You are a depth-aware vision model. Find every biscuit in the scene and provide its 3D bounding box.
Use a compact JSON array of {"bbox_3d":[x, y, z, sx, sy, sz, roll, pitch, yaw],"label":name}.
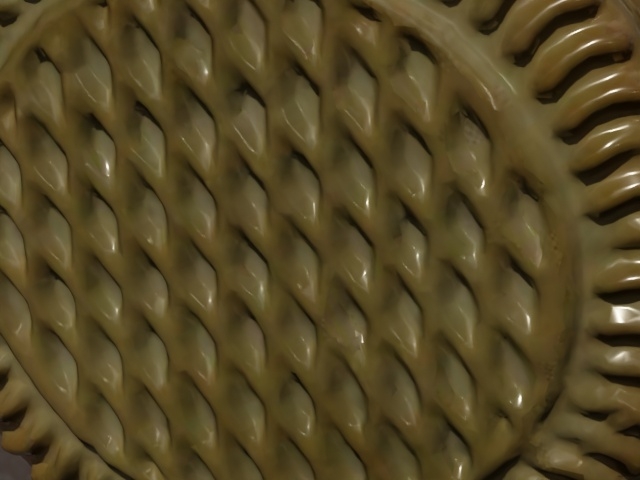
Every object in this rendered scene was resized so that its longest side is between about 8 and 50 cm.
[{"bbox_3d":[0.000,0.000,0.459,0.259,0.259,0.079,42,31,-2],"label":"biscuit"}]
